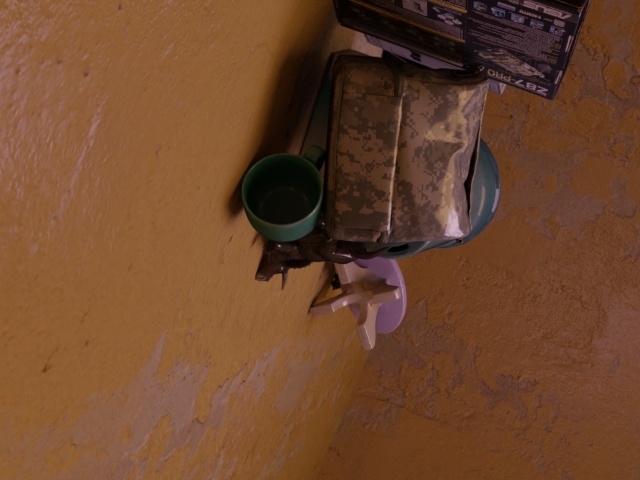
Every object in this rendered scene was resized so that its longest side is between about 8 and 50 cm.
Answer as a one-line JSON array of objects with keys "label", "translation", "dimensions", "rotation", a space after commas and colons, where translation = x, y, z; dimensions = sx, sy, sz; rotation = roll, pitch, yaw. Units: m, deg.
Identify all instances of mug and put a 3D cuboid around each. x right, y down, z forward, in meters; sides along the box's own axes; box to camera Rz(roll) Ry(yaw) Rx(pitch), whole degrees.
[{"label": "mug", "translation": [-0.047, -0.068, 1.413], "dimensions": [0.158, 0.129, 0.097], "rotation": [-20, 159, -8]}]

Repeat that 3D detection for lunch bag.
[{"label": "lunch bag", "translation": [0.138, -0.145, 1.436], "dimensions": [0.212, 0.256, 0.305], "rotation": [-93, -173, -71]}]

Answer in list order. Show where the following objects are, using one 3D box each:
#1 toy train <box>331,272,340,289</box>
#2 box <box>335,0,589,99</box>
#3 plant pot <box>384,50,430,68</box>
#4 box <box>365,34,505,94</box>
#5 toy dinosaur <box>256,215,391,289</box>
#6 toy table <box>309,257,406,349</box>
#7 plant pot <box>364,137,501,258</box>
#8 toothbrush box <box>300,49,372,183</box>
[{"label": "toy train", "translation": [0.070, 0.066, 2.379], "dimensions": [0.158, 0.036, 0.027], "rotation": [-68, 167, 10]}, {"label": "box", "translation": [0.205, -0.373, 1.334], "dimensions": [0.097, 0.395, 0.318], "rotation": [-65, 167, -11]}, {"label": "plant pot", "translation": [0.229, -0.359, 1.983], "dimensions": [0.188, 0.187, 0.167], "rotation": [-53, 175, -45]}, {"label": "box", "translation": [0.245, -0.413, 1.668], "dimensions": [0.169, 0.290, 0.087], "rotation": [-65, 166, 3]}, {"label": "toy dinosaur", "translation": [0.000, 0.000, 1.611], "dimensions": [0.160, 0.313, 0.121], "rotation": [29, 57, -55]}, {"label": "toy table", "translation": [0.110, 0.135, 2.268], "dimensions": [0.252, 0.274, 0.161], "rotation": [-27, -176, 29]}, {"label": "plant pot", "translation": [0.228, -0.111, 2.120], "dimensions": [0.334, 0.341, 0.341], "rotation": [-26, 139, -60]}, {"label": "toothbrush box", "translation": [0.091, -0.178, 1.626], "dimensions": [0.126, 0.216, 0.295], "rotation": [-38, 151, -64]}]
